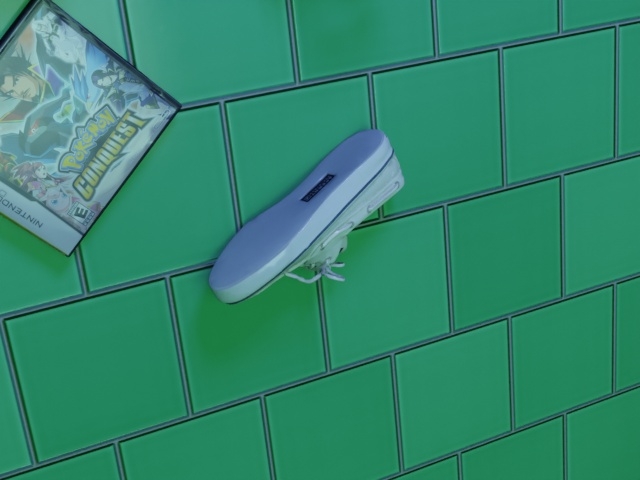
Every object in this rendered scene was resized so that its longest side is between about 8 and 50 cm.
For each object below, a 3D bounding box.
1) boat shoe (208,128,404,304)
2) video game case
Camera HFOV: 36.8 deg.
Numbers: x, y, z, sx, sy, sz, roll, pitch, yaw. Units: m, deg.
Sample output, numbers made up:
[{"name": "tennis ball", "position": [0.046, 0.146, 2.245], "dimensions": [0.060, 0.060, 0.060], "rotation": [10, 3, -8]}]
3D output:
[{"name": "boat shoe", "position": [-0.004, -0.003, 1.503], "dimensions": [0.367, 0.135, 0.156], "rotation": [-45, 123, -18]}, {"name": "video game case", "position": [-0.367, -0.152, 1.320], "dimensions": [0.248, 0.035, 0.275], "rotation": [38, 88, -30]}]
